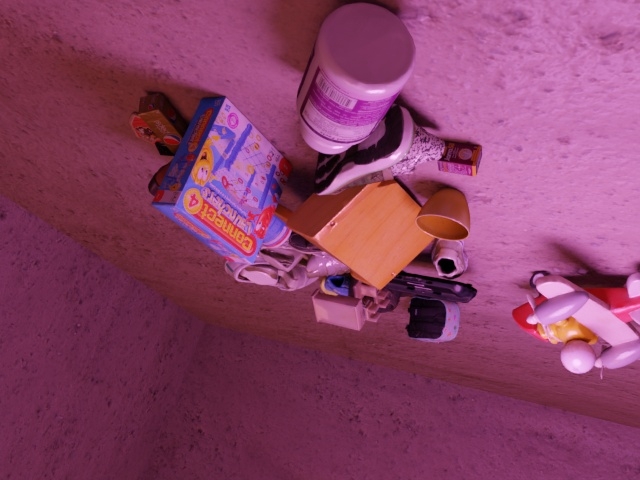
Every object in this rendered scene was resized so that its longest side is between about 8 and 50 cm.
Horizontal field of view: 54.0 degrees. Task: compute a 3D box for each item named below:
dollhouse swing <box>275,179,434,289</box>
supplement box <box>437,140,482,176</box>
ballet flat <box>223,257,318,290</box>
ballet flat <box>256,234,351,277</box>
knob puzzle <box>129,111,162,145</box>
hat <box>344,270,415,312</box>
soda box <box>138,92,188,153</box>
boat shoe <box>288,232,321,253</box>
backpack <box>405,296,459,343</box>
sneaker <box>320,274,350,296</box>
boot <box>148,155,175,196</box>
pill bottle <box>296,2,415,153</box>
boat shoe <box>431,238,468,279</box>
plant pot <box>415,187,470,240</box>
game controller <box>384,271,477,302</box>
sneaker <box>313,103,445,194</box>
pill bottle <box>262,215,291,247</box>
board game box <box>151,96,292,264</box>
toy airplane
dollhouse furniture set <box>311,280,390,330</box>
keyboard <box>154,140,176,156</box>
[{"bbox_3d":[0.068,-0.076,1.736,0.347,0.315,0.305,37,-169,-45],"label":"dollhouse swing"},{"bbox_3d":[0.297,-0.175,1.341,0.083,0.055,0.043,12,157,21],"label":"supplement box"},{"bbox_3d":[-0.155,0.124,2.271,0.400,0.139,0.139,9,167,-30],"label":"ballet flat"},{"bbox_3d":[-0.064,0.062,2.172,0.409,0.147,0.147,16,160,13],"label":"ballet flat"},{"bbox_3d":[-0.464,-0.296,1.785,0.213,0.030,0.213,17,161,6],"label":"knob puzzle"},{"bbox_3d":[0.190,0.186,2.276,0.331,0.134,0.331,17,161,6],"label":"hat"},{"bbox_3d":[-0.401,-0.303,1.640,0.061,0.058,0.181,-9,151,15],"label":"soda box"},{"bbox_3d":[0.000,0.001,2.062,0.223,0.080,0.073,9,153,14],"label":"boat shoe"},{"bbox_3d":[0.421,0.291,2.285,0.144,0.166,0.188,16,167,-28],"label":"backpack"},{"bbox_3d":[0.114,0.205,2.458,0.240,0.091,0.126,22,160,-3],"label":"sneaker"},{"bbox_3d":[-0.305,-0.206,1.750,0.264,0.096,0.280,14,141,-39],"label":"boot"},{"bbox_3d":[0.048,-0.275,1.148,0.169,0.169,0.301,22,161,-6],"label":"pill bottle"},{"bbox_3d":[0.367,0.059,1.828,0.109,0.094,0.302,13,160,19],"label":"boat shoe"},{"bbox_3d":[0.309,-0.072,1.538,0.134,0.095,0.134,17,160,6],"label":"plant pot"},{"bbox_3d":[0.312,0.128,1.923,0.319,0.067,0.166,8,162,29],"label":"game controller"},{"bbox_3d":[0.120,-0.170,1.414,0.182,0.158,0.410,16,167,-26],"label":"sneaker"},{"bbox_3d":[-0.197,-0.077,1.967,0.124,0.124,0.221,4,155,38],"label":"pill bottle"},{"bbox_3d":[-0.230,-0.141,1.566,0.086,0.302,0.308,5,156,36],"label":"board game box"},{"bbox_3d":[0.720,0.221,1.653,0.386,0.272,0.384,16,159,12],"label":"toy airplane"},{"bbox_3d":[0.103,0.167,2.061,0.161,0.242,0.212,9,127,29],"label":"dollhouse furniture set"},{"bbox_3d":[-0.366,-0.238,1.778,0.192,0.038,0.100,6,162,5],"label":"keyboard"}]
